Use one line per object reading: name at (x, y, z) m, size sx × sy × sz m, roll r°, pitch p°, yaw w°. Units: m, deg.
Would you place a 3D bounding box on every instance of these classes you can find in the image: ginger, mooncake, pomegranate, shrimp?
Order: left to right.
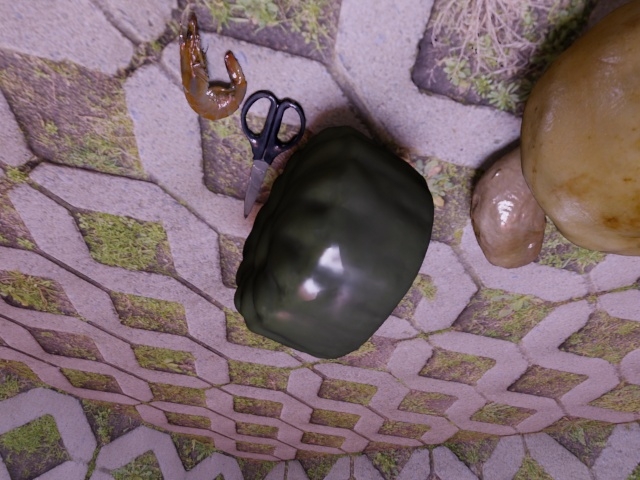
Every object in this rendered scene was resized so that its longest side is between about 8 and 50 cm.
shrimp at (-0.161, -0.252, 0.643) m, size 0.095 × 0.045 × 0.162 m, roll 5°, pitch 138°, yaw -1°
mooncake at (0.000, 0.000, 0.689) m, size 0.194 × 0.356 × 0.356 m, roll 30°, pitch 134°, yaw -19°
ginger at (0.341, -0.048, 0.763) m, size 0.152 × 0.138 × 0.267 m, roll -2°, pitch 135°, yaw 0°
pomegranate at (0.427, -0.127, 0.529) m, size 0.333 × 0.332 × 0.332 m, roll 3°, pitch 140°, yaw 2°

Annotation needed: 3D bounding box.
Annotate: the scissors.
scissors at (-0.110, -0.138, 0.789) m, size 0.109 × 0.022 × 0.300 m, roll 18°, pitch 139°, yaw -9°
